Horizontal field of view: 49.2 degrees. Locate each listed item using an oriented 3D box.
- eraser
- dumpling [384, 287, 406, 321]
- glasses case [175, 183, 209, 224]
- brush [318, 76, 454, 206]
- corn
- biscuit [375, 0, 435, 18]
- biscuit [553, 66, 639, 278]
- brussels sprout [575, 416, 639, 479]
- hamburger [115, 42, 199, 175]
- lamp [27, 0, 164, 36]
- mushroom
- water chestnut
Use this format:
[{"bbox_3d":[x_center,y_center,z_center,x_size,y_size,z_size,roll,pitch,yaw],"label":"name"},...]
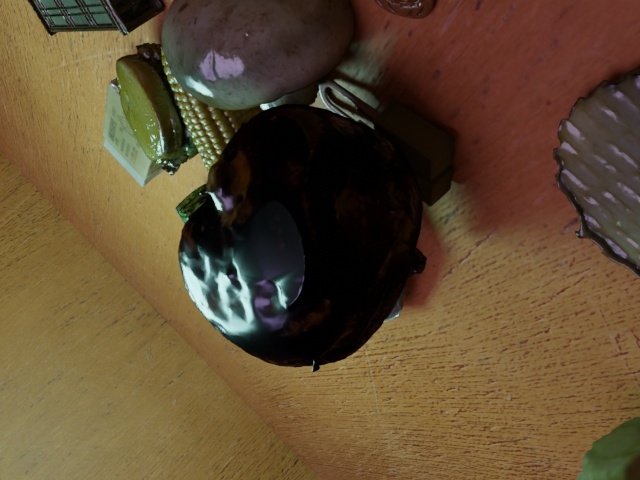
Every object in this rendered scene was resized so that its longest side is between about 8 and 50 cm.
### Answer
[{"bbox_3d":[-0.381,-0.230,1.481,0.144,0.078,0.343,48,156,-4],"label":"eraser"},{"bbox_3d":[0.019,0.060,1.187,0.260,0.181,0.341,24,128,19],"label":"dumpling"},{"bbox_3d":[-0.224,0.008,1.574,0.062,0.095,0.272,26,149,46],"label":"glasses case"},{"bbox_3d":[0.073,-0.147,0.928,0.233,0.047,0.103,39,158,26],"label":"brush"},{"bbox_3d":[-0.148,-0.187,1.118,0.130,0.130,0.347,16,139,48],"label":"corn"},{"bbox_3d":[0.083,-0.276,0.749,0.091,0.015,0.078,26,149,36],"label":"biscuit"},{"bbox_3d":[0.315,-0.067,0.677,0.187,0.036,0.274,34,153,24],"label":"biscuit"},{"bbox_3d":[0.486,0.402,0.860,0.371,0.275,0.315,56,168,-5],"label":"brussels sprout"},{"bbox_3d":[-0.268,-0.237,1.212,0.189,0.122,0.215,57,158,27],"label":"hamburger"},{"bbox_3d":[-0.400,-0.415,1.217,0.325,0.089,0.090,17,142,45],"label":"lamp"},{"bbox_3d":[-0.095,-0.238,0.884,0.253,0.189,0.195,24,144,43],"label":"mushroom"},{"bbox_3d":[0.000,0.000,0.910,0.335,0.346,0.336,-5,83,47],"label":"water chestnut"}]
